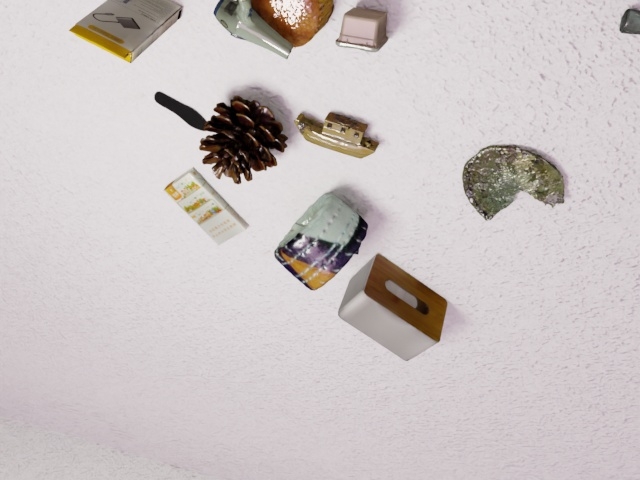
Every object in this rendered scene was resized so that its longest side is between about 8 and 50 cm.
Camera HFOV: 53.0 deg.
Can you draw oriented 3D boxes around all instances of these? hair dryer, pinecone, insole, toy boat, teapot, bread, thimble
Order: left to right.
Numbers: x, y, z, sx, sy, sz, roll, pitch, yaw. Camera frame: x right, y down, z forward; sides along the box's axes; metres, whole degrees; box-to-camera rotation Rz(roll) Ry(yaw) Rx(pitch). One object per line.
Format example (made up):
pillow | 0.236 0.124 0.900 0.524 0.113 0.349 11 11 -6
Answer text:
insole | -0.343 -0.319 1.588 0.153 0.002 0.053 29 133 -6
pinecone | -0.184 -0.222 1.485 0.208 0.207 0.207 11 132 12
hair dryer | -0.109 -0.407 1.194 0.167 0.067 0.199 31 174 -19
bread | -0.076 -0.480 1.279 0.199 0.104 0.199 11 131 12
thimble | 0.000 0.000 1.596 0.150 0.237 0.237 42 131 -11
toy boat | 0.037 -0.248 1.470 0.201 0.057 0.077 19 128 6
teapot | 0.599 -0.385 1.150 0.111 0.042 0.042 12 132 6

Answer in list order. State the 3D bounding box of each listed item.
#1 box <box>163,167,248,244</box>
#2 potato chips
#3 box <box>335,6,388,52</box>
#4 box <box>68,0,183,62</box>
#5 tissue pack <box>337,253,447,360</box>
box | -0.314 -0.088 1.757 0.122 0.032 0.220 -26 117 36
potato chips | 0.431 -0.127 1.444 0.220 0.029 0.202 -2 125 25
box | 0.086 -0.417 1.265 0.089 0.122 0.062 12 121 11
box | -0.399 -0.451 1.330 0.129 0.247 0.033 27 137 -1
tissue pack | 0.193 0.182 1.714 0.246 0.159 0.136 33 134 -10
